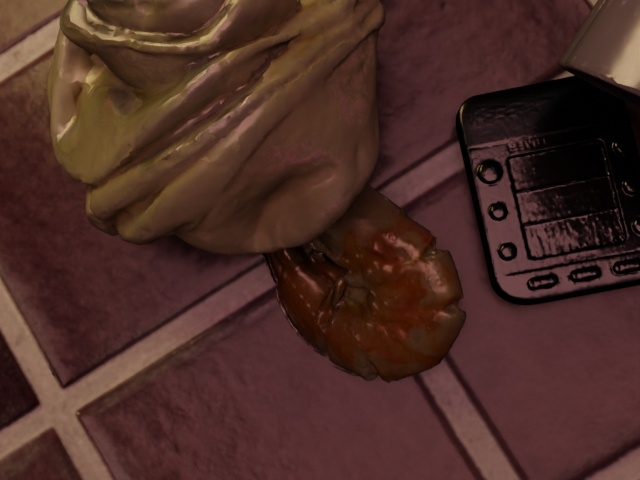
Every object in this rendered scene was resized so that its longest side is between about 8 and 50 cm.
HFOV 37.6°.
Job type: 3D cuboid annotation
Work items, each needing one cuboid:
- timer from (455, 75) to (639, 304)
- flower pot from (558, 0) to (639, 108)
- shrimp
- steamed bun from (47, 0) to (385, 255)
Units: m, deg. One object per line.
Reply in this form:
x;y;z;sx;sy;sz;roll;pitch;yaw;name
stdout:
0.202;-0.043;0.811;0.144;0.055;0.187;-11;79;2;timer
0.343;-0.170;0.656;0.265;0.265;0.243;31;104;8;flower pot
-0.001;0.000;0.820;0.294;0.062;0.154;48;113;18;shrimp
-0.096;-0.135;0.730;0.268;0.207;0.280;-1;70;27;steamed bun
